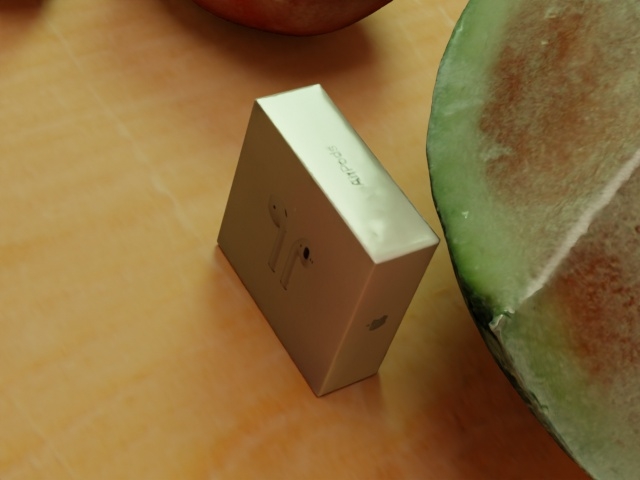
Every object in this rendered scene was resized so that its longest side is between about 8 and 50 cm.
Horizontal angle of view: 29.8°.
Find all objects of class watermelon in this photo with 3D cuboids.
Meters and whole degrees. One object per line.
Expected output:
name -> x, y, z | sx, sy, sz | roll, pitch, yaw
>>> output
watermelon -> 0.212, -0.042, 0.701 | 0.228, 0.258, 0.387 | 51, 35, -31

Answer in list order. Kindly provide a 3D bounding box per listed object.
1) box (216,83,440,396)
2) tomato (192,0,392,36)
box -> 0.000, 0.000, 0.712 | 0.051, 0.129, 0.130 | -19, 58, -30
tomato -> -0.032, -0.226, 0.912 | 0.228, 0.112, 0.199 | 43, 44, 18
